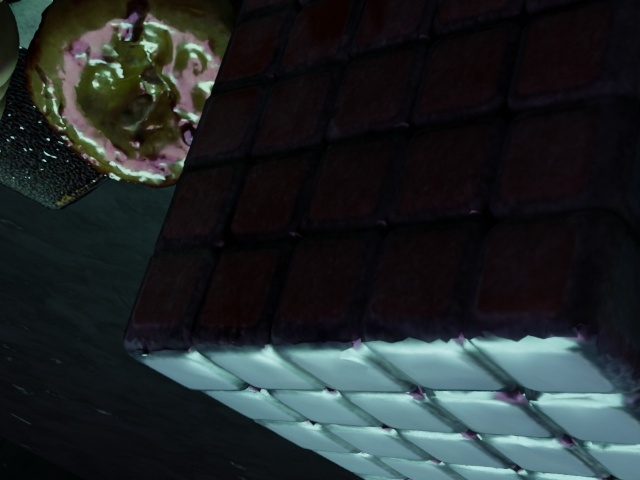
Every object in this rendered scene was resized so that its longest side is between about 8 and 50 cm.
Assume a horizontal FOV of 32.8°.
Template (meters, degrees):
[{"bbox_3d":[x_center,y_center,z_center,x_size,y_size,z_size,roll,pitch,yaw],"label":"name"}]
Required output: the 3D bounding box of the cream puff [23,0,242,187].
[{"bbox_3d":[-0.094,-0.104,0.631,0.149,0.084,0.149,-3,130,-4],"label":"cream puff"}]

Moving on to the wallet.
[{"bbox_3d":[-0.219,-0.113,0.755,0.221,0.071,0.262,33,147,-27],"label":"wallet"}]

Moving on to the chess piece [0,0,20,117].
[{"bbox_3d":[-0.219,-0.119,0.597,0.139,0.124,0.307,12,148,-15],"label":"chess piece"}]

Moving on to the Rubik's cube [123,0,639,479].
[{"bbox_3d":[0.091,-0.008,0.520,0.238,0.237,0.237,-4,151,41],"label":"Rubik's cube"}]
